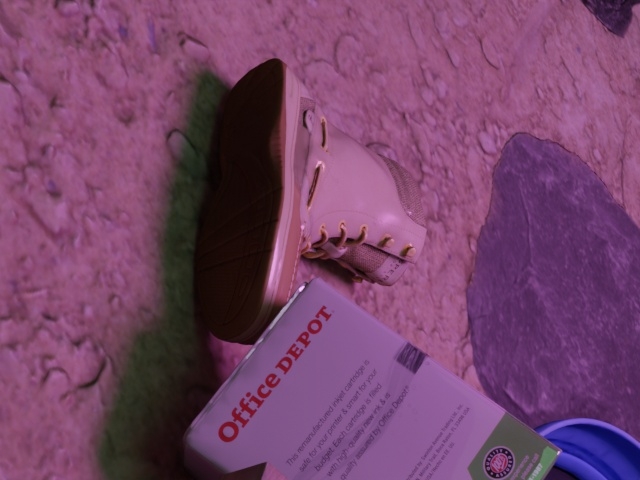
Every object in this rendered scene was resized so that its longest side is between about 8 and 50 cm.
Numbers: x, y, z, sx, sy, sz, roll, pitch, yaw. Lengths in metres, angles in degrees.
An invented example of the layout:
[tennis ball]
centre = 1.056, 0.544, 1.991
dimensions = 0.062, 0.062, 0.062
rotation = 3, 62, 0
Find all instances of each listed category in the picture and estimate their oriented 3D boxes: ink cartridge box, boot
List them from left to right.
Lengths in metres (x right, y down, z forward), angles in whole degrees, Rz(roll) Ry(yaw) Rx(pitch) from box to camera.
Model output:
[boot]
centre = 0.000, 0.000, 1.129
dimensions = 0.203, 0.095, 0.262
rotation = 36, 43, -37
[ink cartridge box]
centre = 0.032, 0.157, 0.962
dimensions = 0.219, 0.092, 0.160
rotation = 36, 68, 9

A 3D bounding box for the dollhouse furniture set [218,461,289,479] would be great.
[dollhouse furniture set]
centre = -0.043, 0.252, 0.880
dimensions = 0.182, 0.161, 0.101
rotation = 46, 42, -25

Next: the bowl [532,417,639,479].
[bowl]
centre = 0.239, 0.361, 1.222
dimensions = 0.391, 0.077, 0.391
rotation = 20, 60, -40
